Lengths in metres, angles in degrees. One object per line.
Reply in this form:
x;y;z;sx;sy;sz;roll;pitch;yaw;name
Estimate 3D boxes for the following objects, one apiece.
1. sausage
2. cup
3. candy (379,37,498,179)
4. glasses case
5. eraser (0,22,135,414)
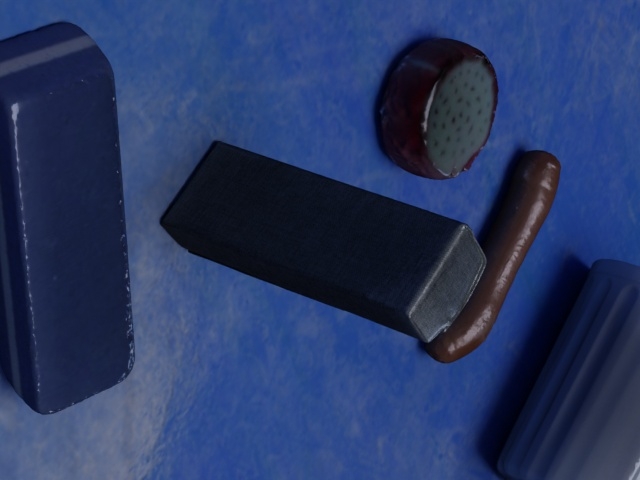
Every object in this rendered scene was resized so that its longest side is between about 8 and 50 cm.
0.138;0.015;1.491;0.043;0.043;0.186;40;74;-50;sausage
0.267;0.152;1.609;0.202;0.167;0.221;-59;139;-9;cup
0.086;-0.094;1.378;0.103;0.043;0.103;-24;122;-43;candy
0.000;0.000;1.182;0.071;0.205;0.047;-56;141;-18;glasses case
-0.154;-0.011;1.126;0.082;0.036;0.225;-27;125;-42;eraser
